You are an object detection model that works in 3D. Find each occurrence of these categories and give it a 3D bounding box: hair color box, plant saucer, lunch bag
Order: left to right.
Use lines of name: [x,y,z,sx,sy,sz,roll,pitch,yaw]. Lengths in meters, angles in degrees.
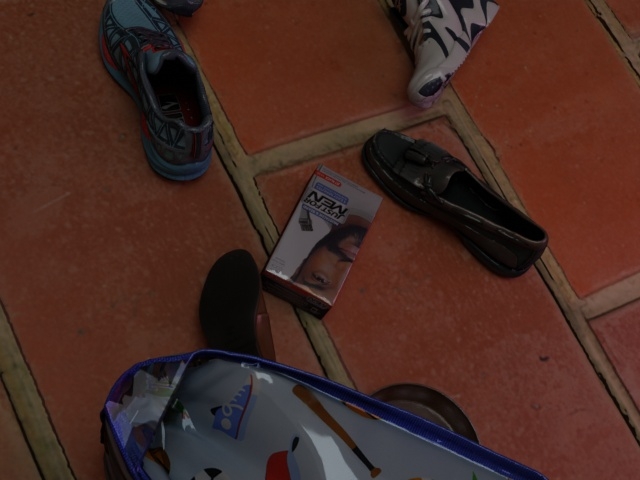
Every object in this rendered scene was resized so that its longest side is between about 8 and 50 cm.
lunch bag: [-0.029,0.253,0.943,0.385,0.328,0.239,28,68,-2]
hair color box: [0.000,0.000,1.239,0.093,0.053,0.167,28,61,-5]
plant saucer: [0.103,0.246,1.168,0.168,0.029,0.168,8,63,-15]

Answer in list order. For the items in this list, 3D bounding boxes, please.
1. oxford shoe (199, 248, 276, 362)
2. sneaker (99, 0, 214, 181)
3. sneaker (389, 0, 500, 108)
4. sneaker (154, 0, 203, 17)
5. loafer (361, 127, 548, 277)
oxford shoe: [-0.087,0.106,1.158,0.076,0.076,0.212,-19,52,14]
sneaker: [-0.185,-0.209,1.236,0.104,0.125,0.262,-19,73,-25]
sneaker: [0.135,-0.289,1.399,0.153,0.094,0.235,34,60,1]
sneaker: [-0.188,-0.423,1.321,0.110,0.122,0.283,12,59,-47]
loafer: [0.177,-0.063,1.308,0.267,0.084,0.096,38,60,2]
